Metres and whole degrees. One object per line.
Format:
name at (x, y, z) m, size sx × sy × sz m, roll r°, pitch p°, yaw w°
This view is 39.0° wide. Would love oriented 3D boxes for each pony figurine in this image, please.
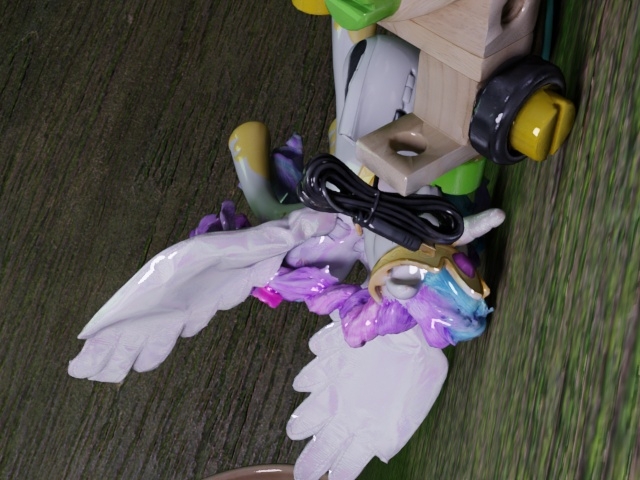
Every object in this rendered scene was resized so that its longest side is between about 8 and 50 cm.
pony figurine at (0.000, 0.000, 0.746) m, size 0.351 × 0.302 × 0.364 m, roll -48°, pitch 31°, yaw 31°

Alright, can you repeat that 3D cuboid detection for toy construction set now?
toy construction set at (0.058, -0.171, 0.504) m, size 0.237 × 0.257 × 0.309 m, roll 81°, pitch -150°, yaw -42°

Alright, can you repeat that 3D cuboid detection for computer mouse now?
computer mouse at (0.045, -0.078, 0.571) m, size 0.042 × 0.106 × 0.193 m, roll -54°, pitch 21°, yaw 43°

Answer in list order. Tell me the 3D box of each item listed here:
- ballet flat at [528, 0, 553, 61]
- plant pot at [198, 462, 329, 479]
ballet flat at (0.132, -0.235, 0.655) m, size 0.095 × 0.096 × 0.281 m, roll 95°, pitch -171°, yaw -64°
plant pot at (-0.052, 0.384, 0.868) m, size 0.263 × 0.263 × 0.229 m, roll -71°, pitch -25°, yaw -61°
